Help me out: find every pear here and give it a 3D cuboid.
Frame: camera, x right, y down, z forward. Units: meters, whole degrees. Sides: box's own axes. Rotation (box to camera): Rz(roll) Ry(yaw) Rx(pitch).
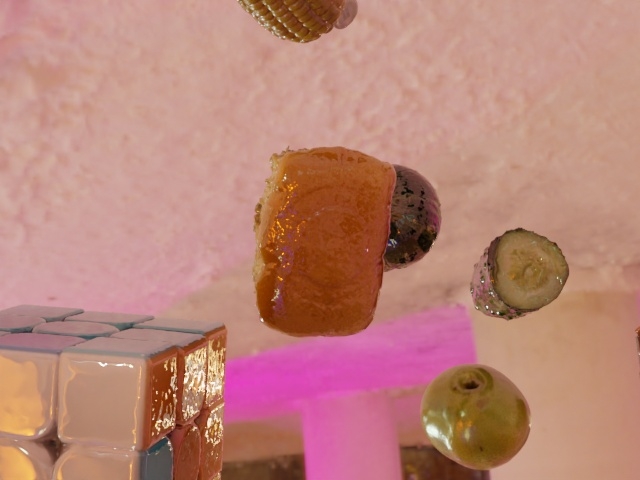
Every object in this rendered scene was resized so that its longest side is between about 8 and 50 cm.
[{"bbox_3d":[0.253,0.306,1.629,0.180,0.216,0.166,19,-141,35],"label":"pear"}]

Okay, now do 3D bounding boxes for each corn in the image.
[{"bbox_3d":[-0.100,-0.360,1.121,0.131,0.131,0.344,-15,144,33],"label":"corn"}]

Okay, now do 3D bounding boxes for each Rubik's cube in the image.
[{"bbox_3d":[-0.285,0.240,1.135,0.291,0.291,0.292,4,-177,12],"label":"Rubik's cube"}]

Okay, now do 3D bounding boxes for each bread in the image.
[{"bbox_3d":[0.000,0.000,1.257,0.174,0.245,0.121,7,-171,-13],"label":"bread"}]

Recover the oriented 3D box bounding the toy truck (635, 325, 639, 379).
[{"bbox_3d":[0.627,0.257,1.606,0.173,0.387,0.207,38,124,-15],"label":"toy truck"}]

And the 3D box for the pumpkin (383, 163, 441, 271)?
[{"bbox_3d":[0.103,-0.036,1.613,0.190,0.190,0.146,-6,156,8],"label":"pumpkin"}]

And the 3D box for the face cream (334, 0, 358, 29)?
[{"bbox_3d":[-0.022,-0.432,1.662,0.057,0.198,0.084,-42,157,-8],"label":"face cream"}]

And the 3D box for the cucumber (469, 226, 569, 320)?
[{"bbox_3d":[0.301,0.071,1.610,0.134,0.134,0.244,-2,164,-6],"label":"cucumber"}]
